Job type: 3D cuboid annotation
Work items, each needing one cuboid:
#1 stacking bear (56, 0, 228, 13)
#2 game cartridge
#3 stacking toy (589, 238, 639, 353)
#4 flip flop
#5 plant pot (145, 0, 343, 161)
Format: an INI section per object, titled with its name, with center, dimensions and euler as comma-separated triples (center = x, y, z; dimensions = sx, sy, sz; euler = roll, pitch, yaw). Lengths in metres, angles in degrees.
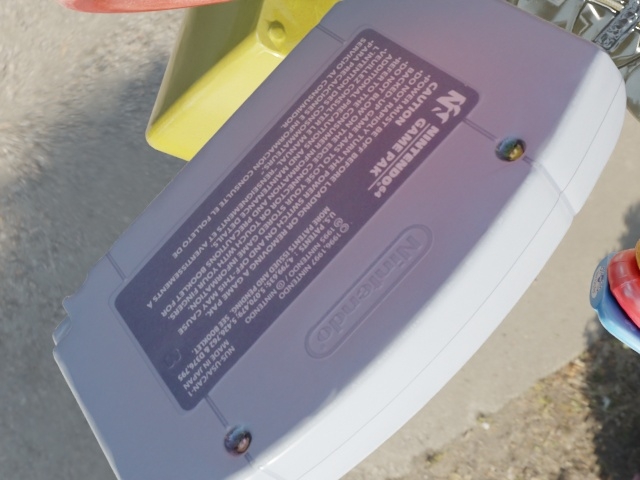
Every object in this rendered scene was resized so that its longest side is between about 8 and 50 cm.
[stacking bear]
center = -0.040, -0.242, 0.326
dimensions = 0.175, 0.164, 0.289
euler = -13, 102, -8
[game cartridge]
center = 0.000, 0.000, 0.451
dimensions = 0.294, 0.196, 0.060
euler = -47, 132, 2
[stacking toy]
center = 0.469, 0.008, 1.046
dimensions = 0.166, 0.175, 0.302
euler = 34, 127, 0
[flip flop]
center = 0.246, -0.175, 0.713
dimensions = 0.277, 0.112, 0.080
euler = 29, 45, -14
[plant pot]
center = -0.009, -0.173, 0.813
dimensions = 0.212, 0.187, 0.212
euler = 20, 69, -19
